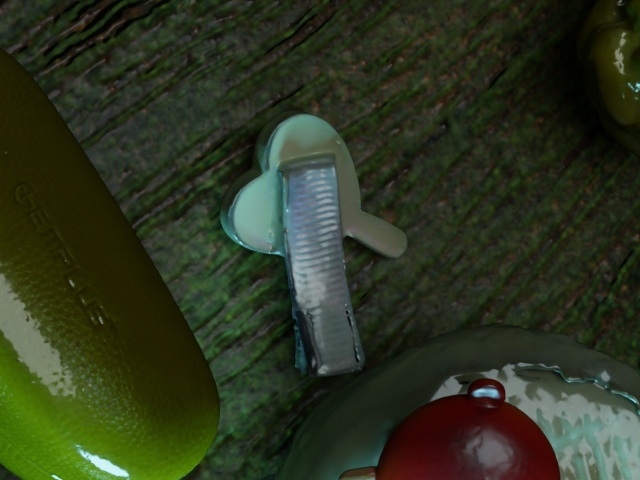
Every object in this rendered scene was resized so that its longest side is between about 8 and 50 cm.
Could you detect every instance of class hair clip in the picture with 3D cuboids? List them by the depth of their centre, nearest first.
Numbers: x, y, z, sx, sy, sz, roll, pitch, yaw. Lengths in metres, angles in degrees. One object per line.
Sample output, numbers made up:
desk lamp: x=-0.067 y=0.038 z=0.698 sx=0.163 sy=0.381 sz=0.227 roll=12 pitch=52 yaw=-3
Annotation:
hair clip: x=0.002 y=-0.001 z=1.381 sx=0.159 sy=0.071 sz=0.218 roll=-12 pitch=98 yaw=-25

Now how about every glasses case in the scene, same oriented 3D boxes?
glasses case: x=-0.217 y=0.031 z=1.241 sx=0.173 sy=0.141 sz=0.371 roll=-36 pitch=98 yaw=-37

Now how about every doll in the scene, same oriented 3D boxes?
doll: x=0.096 y=0.196 z=1.199 sx=0.183 sy=0.085 sz=0.217 roll=-1 pitch=106 yaw=2

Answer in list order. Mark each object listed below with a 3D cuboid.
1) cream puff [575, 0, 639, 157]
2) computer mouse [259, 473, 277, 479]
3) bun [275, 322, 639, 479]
cream puff: x=0.349 y=-0.234 z=1.419 sx=0.324 sy=0.291 sz=0.257 roll=-27 pitch=73 yaw=0
computer mouse: x=-0.180 y=0.283 z=1.295 sx=0.379 sy=0.090 sz=0.167 roll=-32 pitch=99 yaw=-20
bun: x=0.133 y=0.234 z=1.345 sx=0.359 sy=0.211 sz=0.360 roll=0 pitch=89 yaw=-6
